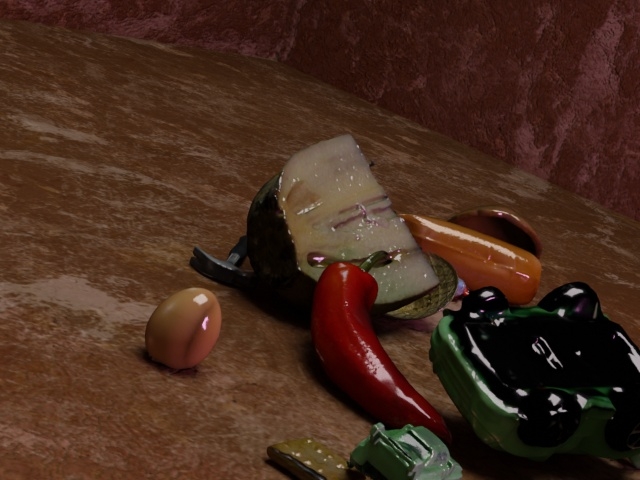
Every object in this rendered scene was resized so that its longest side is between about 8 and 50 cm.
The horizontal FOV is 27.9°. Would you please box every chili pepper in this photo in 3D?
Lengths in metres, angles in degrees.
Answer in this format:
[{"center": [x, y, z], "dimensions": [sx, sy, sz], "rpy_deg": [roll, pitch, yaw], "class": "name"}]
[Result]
[{"center": [0.055, 0.127, 1.611], "dimensions": [0.137, 0.092, 0.368], "rpy_deg": [7, 36, -17], "class": "chili pepper"}]

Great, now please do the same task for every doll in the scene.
[{"center": [0.225, 0.078, 2.174], "dimensions": [0.114, 0.039, 0.057], "rpy_deg": [21, 43, -45], "class": "doll"}]

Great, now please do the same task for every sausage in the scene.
[{"center": [0.227, 0.023, 2.244], "dimensions": [0.328, 0.112, 0.112], "rpy_deg": [19, 14, -7], "class": "sausage"}]

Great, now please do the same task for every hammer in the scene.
[{"center": [-0.130, 0.021, 1.920], "dimensions": [0.103, 0.029, 0.246], "rpy_deg": [21, 12, -1], "class": "hammer"}]

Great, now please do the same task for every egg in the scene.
[{"center": [-0.152, 0.097, 1.453], "dimensions": [0.080, 0.096, 0.080], "rpy_deg": [27, 25, -14], "class": "egg"}]

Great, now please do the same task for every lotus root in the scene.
[{"center": [-0.001, 0.013, 1.840], "dimensions": [0.260, 0.149, 0.267], "rpy_deg": [-23, 79, -50], "class": "lotus root"}]

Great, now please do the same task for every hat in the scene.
[{"center": [0.142, 0.089, 1.985], "dimensions": [0.146, 0.067, 0.146], "rpy_deg": [-6, 44, 6], "class": "hat"}]

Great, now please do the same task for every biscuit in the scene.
[{"center": [-0.004, 0.229, 1.313], "dimensions": [0.083, 0.018, 0.081], "rpy_deg": [30, 16, 28], "class": "biscuit"}]

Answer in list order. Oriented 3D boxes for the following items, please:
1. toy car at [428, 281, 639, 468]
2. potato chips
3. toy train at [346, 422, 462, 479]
[{"center": [0.293, 0.183, 1.591], "dimensions": [0.359, 0.176, 0.213], "rpy_deg": [1, 42, -34], "class": "toy car"}, {"center": [0.312, -0.004, 2.319], "dimensions": [0.195, 0.062, 0.208], "rpy_deg": [-11, -40, 33], "class": "potato chips"}, {"center": [0.092, 0.224, 1.302], "dimensions": [0.099, 0.081, 0.149], "rpy_deg": [41, 22, 26], "class": "toy train"}]
